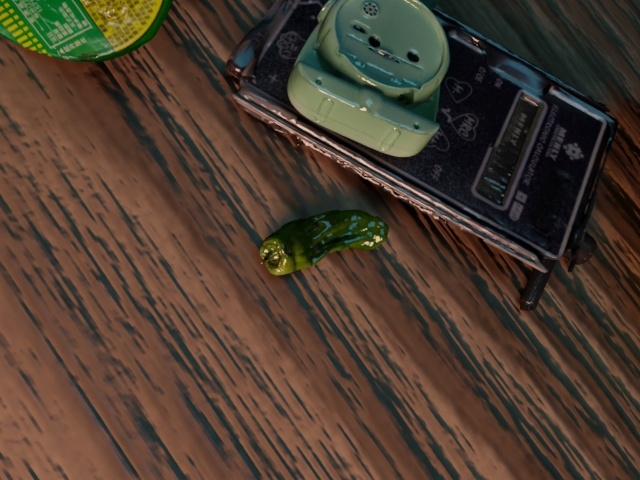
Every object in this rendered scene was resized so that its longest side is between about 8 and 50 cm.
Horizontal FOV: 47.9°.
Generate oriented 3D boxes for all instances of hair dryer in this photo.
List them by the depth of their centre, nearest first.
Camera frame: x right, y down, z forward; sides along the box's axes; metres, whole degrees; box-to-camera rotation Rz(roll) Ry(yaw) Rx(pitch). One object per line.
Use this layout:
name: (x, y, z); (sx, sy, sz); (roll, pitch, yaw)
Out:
hair dryer: (0.167, 0.018, 0.526); (0.047, 0.026, 0.083); (35, 63, -5)

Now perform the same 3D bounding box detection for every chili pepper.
chili pepper: (0.000, 0.000, 0.463); (0.091, 0.034, 0.030); (-15, 109, -28)

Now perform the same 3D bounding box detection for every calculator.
calculator: (0.080, -0.098, 0.521); (0.274, 0.028, 0.166); (29, 60, -2)

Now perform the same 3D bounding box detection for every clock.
clock: (0.041, -0.128, 0.483); (0.101, 0.041, 0.135); (21, 64, -8)

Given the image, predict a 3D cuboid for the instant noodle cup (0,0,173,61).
instant noodle cup: (-0.118, -0.256, 0.429); (0.207, 0.207, 0.233); (34, 52, -7)
